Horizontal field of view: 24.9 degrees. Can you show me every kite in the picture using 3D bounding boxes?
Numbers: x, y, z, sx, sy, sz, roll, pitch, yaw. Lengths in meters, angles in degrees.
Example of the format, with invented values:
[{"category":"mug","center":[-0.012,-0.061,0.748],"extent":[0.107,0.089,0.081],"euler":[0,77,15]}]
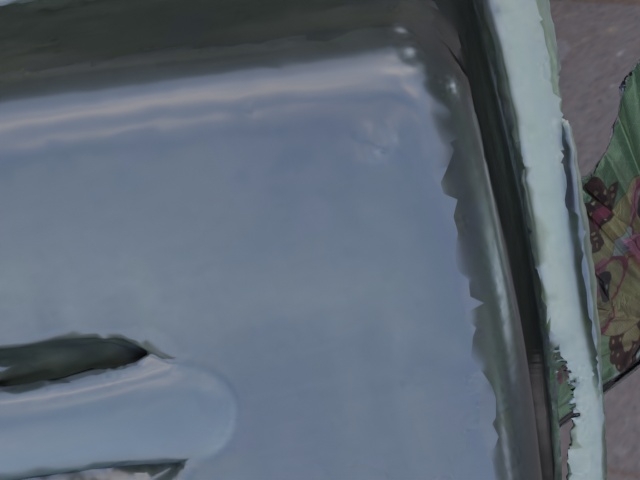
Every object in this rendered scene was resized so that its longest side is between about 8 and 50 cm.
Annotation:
[{"category":"kite","center":[0.156,-0.006,0.778],"extent":[0.013,0.268,0.323],"euler":[14,75,37]}]

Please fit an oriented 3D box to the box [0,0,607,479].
[{"category":"box","center":[-0.066,0.018,0.435],"extent":[0.291,0.166,0.220],"euler":[-10,111,6]}]
